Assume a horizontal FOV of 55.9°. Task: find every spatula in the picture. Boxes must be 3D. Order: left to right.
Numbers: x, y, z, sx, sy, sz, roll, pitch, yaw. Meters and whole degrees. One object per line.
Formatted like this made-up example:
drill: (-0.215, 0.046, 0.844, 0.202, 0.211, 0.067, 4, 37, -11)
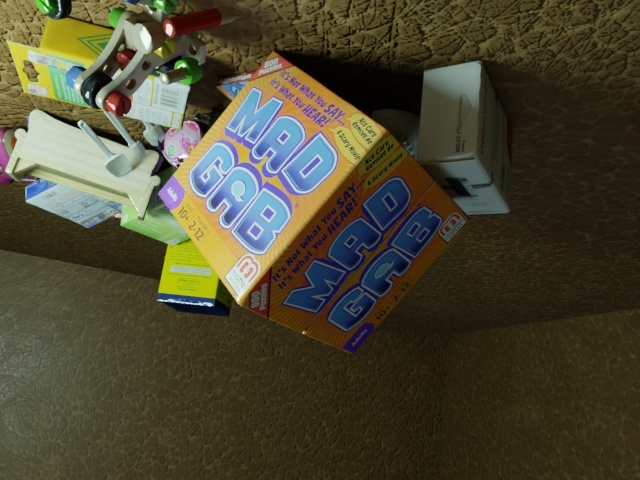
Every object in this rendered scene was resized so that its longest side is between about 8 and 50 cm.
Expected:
spatula: (-0.465, -0.248, 1.429, 0.168, 0.019, 0.242, -36, 161, -8)

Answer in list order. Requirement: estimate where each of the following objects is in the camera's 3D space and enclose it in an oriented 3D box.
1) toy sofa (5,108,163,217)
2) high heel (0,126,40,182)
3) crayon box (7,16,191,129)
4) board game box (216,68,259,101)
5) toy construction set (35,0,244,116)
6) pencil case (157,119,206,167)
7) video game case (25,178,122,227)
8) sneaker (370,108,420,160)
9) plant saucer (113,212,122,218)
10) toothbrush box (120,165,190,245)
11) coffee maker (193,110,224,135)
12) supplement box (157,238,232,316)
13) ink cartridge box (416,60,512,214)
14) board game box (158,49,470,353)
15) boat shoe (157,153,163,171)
toy sofa: (-0.605, -0.190, 1.581, 0.363, 0.177, 0.150, 18, 172, -15)
high heel: (-0.903, -0.230, 1.674, 0.181, 0.127, 0.377, 8, 164, -13)
crayon box: (-0.421, -0.332, 1.196, 0.323, 0.083, 0.203, 11, 163, -15)
board game box: (-0.084, -0.283, 1.314, 0.145, 0.027, 0.281, -3, 161, 29)
toy construction set: (-0.245, -0.339, 0.936, 0.309, 0.257, 0.237, 16, -145, 32)
pencil case: (-0.287, -0.194, 1.544, 0.124, 0.124, 0.284, 0, 163, 22)
video game case: (-0.692, -0.149, 1.821, 0.270, 0.061, 0.244, -22, 153, 17)
sneaker: (0.204, -0.189, 1.344, 0.106, 0.123, 0.290, -3, 160, 38)
plant saucer: (-0.737, -0.139, 2.055, 0.259, 0.047, 0.258, 8, 164, -4)
toothbrush box: (-0.418, -0.107, 1.788, 0.283, 0.122, 0.206, -22, 150, 29)
coffee maker: (-0.224, -0.191, 1.371, 0.171, 0.178, 0.120, 6, 165, 43)
supplement box: (-0.390, 0.055, 2.010, 0.195, 0.356, 0.194, 5, 163, 8)
ink cartridge box: (0.288, -0.187, 1.173, 0.114, 0.197, 0.273, -2, 161, 28)
board game box: (-0.012, -0.064, 1.157, 0.356, 0.356, 0.356, 33, -171, -49)
boat shoe: (-0.517, -0.211, 1.691, 0.170, 0.059, 0.063, -3, 161, 31)
